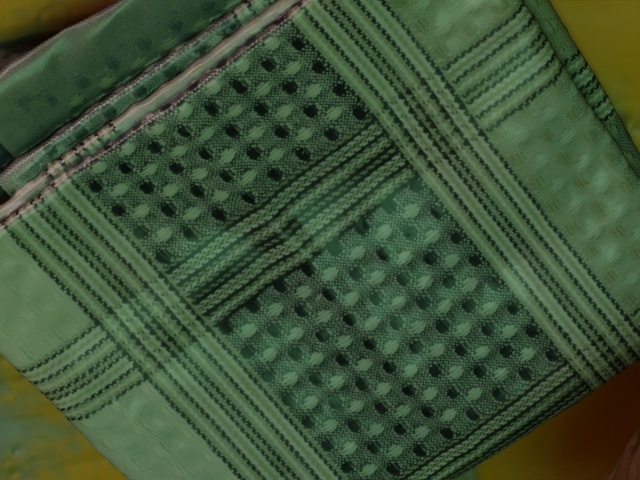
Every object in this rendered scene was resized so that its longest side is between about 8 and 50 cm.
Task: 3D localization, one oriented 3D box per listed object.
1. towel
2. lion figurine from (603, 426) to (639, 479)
[{"bbox_3d":[0.000,0.000,0.926,0.312,0.056,0.324,-32,116,10],"label":"towel"},{"bbox_3d":[0.285,0.094,0.860,0.392,0.240,0.142,-25,113,41],"label":"lion figurine"}]
